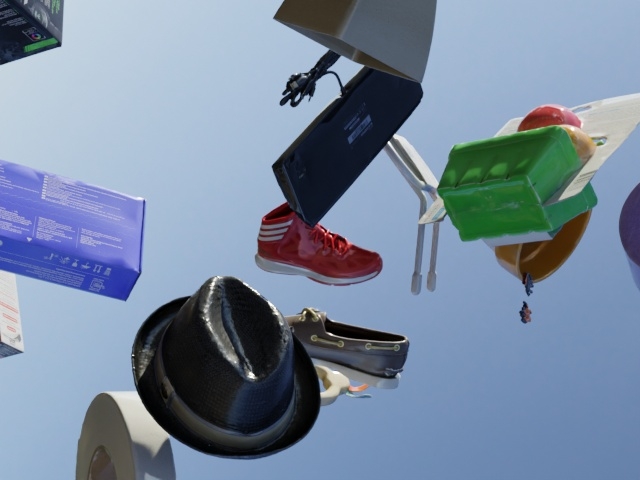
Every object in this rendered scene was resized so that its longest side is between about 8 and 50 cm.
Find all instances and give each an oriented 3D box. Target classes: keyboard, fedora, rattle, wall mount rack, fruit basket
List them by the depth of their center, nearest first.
[{"bbox_3d":[0.031,-0.182,1.810,0.033,0.202,0.317,9,-135,36],"label":"keyboard"},{"bbox_3d":[-0.134,0.172,2.100,0.334,0.334,0.153,-83,-170,-47],"label":"fedora"},{"bbox_3d":[0.369,-0.131,2.228,0.327,0.165,0.353,-9,-158,44],"label":"fruit basket"},{"bbox_3d":[0.147,-0.065,2.383,0.130,0.304,0.350,-35,173,11],"label":"wall mount rack"},{"bbox_3d":[0.001,0.340,2.874,0.130,0.199,0.143,48,-56,60],"label":"rattle"}]

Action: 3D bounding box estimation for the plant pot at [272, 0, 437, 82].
[{"bbox_3d":[0.043,-0.213,1.211,0.109,0.109,0.096,27,-87,52],"label":"plant pot"}]

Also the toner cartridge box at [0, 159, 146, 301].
[{"bbox_3d":[-0.442,-0.029,2.042,0.165,0.347,0.075,-94,-153,-45],"label":"toner cartridge box"}]

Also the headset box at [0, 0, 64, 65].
[{"bbox_3d":[-0.591,-0.400,2.226,0.246,0.283,0.131,-13,-117,20],"label":"headset box"}]

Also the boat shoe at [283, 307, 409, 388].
[{"bbox_3d":[0.000,0.175,2.450,0.116,0.324,0.097,-70,178,-78],"label":"boat shoe"}]

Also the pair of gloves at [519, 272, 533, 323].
[{"bbox_3d":[0.337,0.095,2.211,0.074,0.010,0.083,26,68,-69],"label":"pair of gloves"}]

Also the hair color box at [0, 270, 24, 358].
[{"bbox_3d":[-0.582,0.118,2.417,0.053,0.093,0.167,-16,-110,9],"label":"hair color box"}]

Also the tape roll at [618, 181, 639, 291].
[{"bbox_3d":[0.457,-0.005,1.611,0.189,0.080,0.189,-14,-130,16],"label":"tape roll"}]

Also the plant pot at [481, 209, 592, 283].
[{"bbox_3d":[0.342,-0.057,2.374,0.188,0.205,0.205,34,-82,34],"label":"plant pot"}]

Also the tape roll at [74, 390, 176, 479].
[{"bbox_3d":[-0.327,0.440,2.228,0.392,0.072,0.392,-179,-90,-65],"label":"tape roll"}]

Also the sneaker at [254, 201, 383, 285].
[{"bbox_3d":[0.000,0.000,2.288,0.087,0.221,0.128,-90,-176,-54],"label":"sneaker"}]
